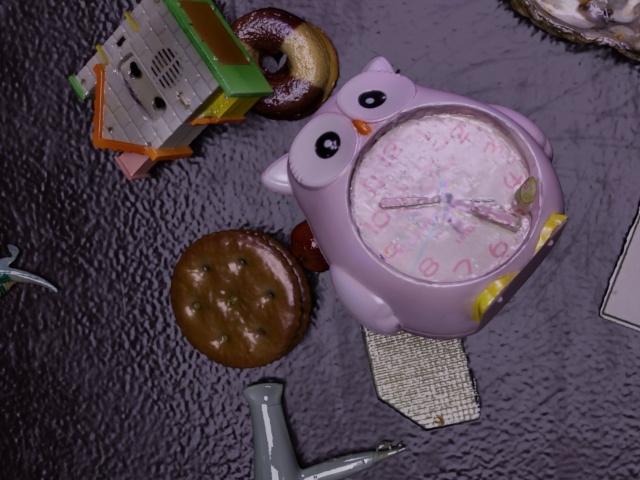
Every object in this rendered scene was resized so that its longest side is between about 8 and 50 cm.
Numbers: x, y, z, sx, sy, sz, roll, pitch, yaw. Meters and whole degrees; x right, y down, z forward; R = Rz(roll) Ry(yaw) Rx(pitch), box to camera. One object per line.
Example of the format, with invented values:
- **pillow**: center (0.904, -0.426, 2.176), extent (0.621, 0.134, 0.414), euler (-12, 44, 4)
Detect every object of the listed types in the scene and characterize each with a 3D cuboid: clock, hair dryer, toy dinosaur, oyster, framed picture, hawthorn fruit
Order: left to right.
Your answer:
- **toy dinosaur**: center (-0.514, 0.054, 1.881), extent (0.187, 0.044, 0.106), euler (38, 110, -8)
- **clock**: center (-0.234, -0.226, 1.767), extent (0.255, 0.106, 0.220), euler (-41, 76, 30)
- **hawthorn fruit**: center (0.000, 0.000, 1.788), extent (0.093, 0.093, 0.093), euler (0, 93, 8)
- **hair dryer**: center (0.009, 0.309, 1.818), extent (0.237, 0.075, 0.206), euler (-7, 85, 0)
- **clock**: center (0.137, -0.053, 1.670), extent (0.377, 0.250, 0.368), euler (40, 80, 16)
- **oyster**: center (0.366, -0.351, 1.731), extent (0.345, 0.078, 0.128), euler (24, 75, 8)
- **framed picture**: center (0.541, 0.022, 1.747), extent (0.192, 0.018, 0.265), euler (21, 96, 6)

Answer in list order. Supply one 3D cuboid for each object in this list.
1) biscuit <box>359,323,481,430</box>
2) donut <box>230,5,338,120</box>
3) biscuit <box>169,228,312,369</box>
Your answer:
- **biscuit**: center (0.142, 0.160, 1.789), extent (0.150, 0.052, 0.252), euler (-14, 88, 4)
- **donut**: center (-0.069, -0.264, 1.789), extent (0.184, 0.073, 0.166), euler (42, 100, 5)
- **biscuit**: center (-0.120, 0.087, 1.792), extent (0.220, 0.066, 0.220), euler (4, 103, 20)
